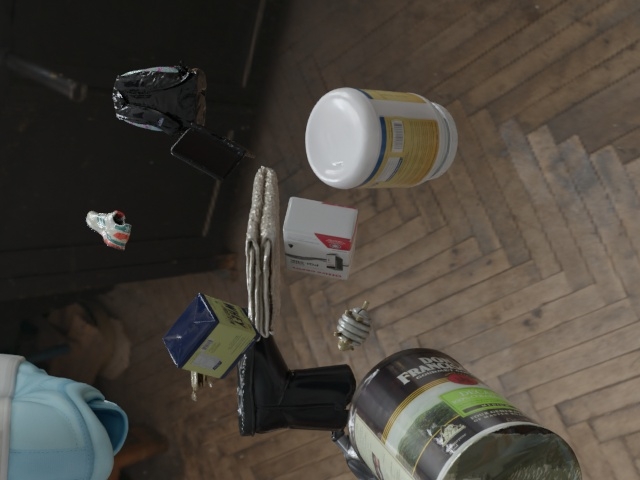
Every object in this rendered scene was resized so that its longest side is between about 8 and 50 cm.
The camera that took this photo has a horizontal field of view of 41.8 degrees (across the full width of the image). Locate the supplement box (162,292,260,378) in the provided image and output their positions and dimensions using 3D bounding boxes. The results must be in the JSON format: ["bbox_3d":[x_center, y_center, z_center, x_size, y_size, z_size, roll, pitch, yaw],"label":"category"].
[{"bbox_3d":[-0.140,0.125,1.081,0.083,0.083,0.056,-50,47,14],"label":"supplement box"}]

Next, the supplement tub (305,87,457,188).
[{"bbox_3d":[0.094,-0.149,1.245,0.144,0.199,0.144,5,97,49],"label":"supplement tub"}]

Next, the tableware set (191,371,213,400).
[{"bbox_3d":[-0.260,0.283,1.827,0.194,0.039,0.128,138,130,-76],"label":"tableware set"}]

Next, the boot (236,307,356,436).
[{"bbox_3d":[-0.043,0.232,1.494,0.094,0.207,0.246,-137,45,-70],"label":"boot"}]

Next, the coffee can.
[{"bbox_3d":[0.176,0.279,1.094,0.275,0.201,0.202,-147,64,-68],"label":"coffee can"}]

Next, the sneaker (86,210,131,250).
[{"bbox_3d":[-0.493,-0.042,1.977,0.161,0.057,0.075,38,103,42],"label":"sneaker"}]

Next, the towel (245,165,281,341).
[{"bbox_3d":[-0.086,0.016,1.333,0.049,0.282,0.187,1,118,-2],"label":"towel"}]

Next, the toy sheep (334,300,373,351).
[{"bbox_3d":[0.081,0.202,1.966,0.091,0.091,0.132,34,97,29],"label":"toy sheep"}]

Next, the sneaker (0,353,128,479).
[{"bbox_3d":[-0.280,0.200,0.863,0.366,0.150,0.135,-168,86,-72],"label":"sneaker"}]

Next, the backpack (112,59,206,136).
[{"bbox_3d":[-0.327,-0.283,1.706,0.182,0.115,0.152,4,91,10],"label":"backpack"}]

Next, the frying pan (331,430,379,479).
[{"bbox_3d":[0.081,0.409,1.631,0.326,0.053,0.197,50,154,-17],"label":"frying pan"}]

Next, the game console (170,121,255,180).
[{"bbox_3d":[-0.200,-0.164,1.576,0.122,0.107,0.071,29,96,11],"label":"game console"}]

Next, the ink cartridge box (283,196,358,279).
[{"bbox_3d":[0.000,0.000,1.213,0.099,0.135,0.056,10,64,5],"label":"ink cartridge box"}]
